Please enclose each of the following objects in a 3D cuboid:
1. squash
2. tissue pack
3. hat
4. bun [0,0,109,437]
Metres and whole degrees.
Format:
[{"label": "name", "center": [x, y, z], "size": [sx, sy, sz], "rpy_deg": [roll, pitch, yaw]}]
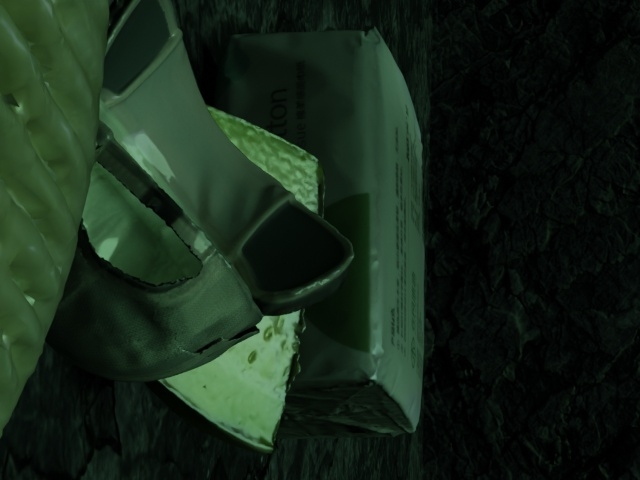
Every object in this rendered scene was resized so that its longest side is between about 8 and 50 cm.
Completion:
[{"label": "squash", "center": [-0.098, 0.009, 0.895], "size": [0.155, 0.204, 0.237], "rpy_deg": [111, -11, -70]}, {"label": "tissue pack", "center": [-0.002, 0.000, 1.250], "size": [0.266, 0.194, 0.356], "rpy_deg": [58, 31, -67]}, {"label": "hat", "center": [-0.107, -0.029, 0.791], "size": [0.232, 0.161, 0.275], "rpy_deg": [57, 28, -17]}, {"label": "bun", "center": [-0.195, -0.040, 0.291], "size": [0.360, 0.211, 0.359], "rpy_deg": [10, 90, -78]}]
